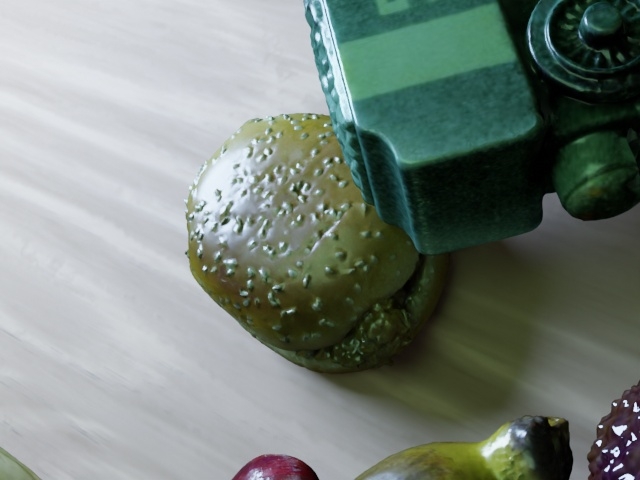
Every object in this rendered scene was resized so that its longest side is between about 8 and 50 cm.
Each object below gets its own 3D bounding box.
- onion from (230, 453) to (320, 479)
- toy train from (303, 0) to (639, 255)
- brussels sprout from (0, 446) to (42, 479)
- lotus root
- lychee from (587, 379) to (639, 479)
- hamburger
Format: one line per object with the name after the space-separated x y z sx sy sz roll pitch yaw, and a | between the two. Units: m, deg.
-0.040 0.210 0.891 0.107 0.097 0.107 -30 51 45 | onion
0.115 -0.136 0.837 0.238 0.167 0.299 -13 59 3 | toy train
-0.371 0.292 0.967 0.328 0.328 0.247 -54 22 6 | brussels sprout
0.052 0.230 0.776 0.314 0.169 0.141 -50 48 2 | lotus root
0.252 0.141 0.669 0.188 0.188 0.188 -12 67 30 | lychee
0.000 0.000 0.922 0.215 0.122 0.189 36 91 34 | hamburger
